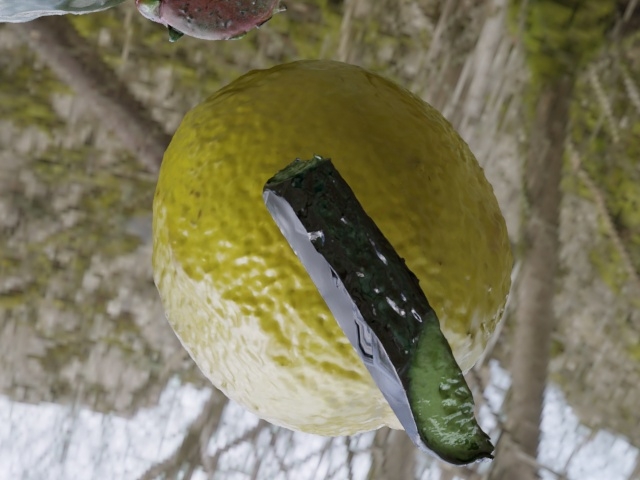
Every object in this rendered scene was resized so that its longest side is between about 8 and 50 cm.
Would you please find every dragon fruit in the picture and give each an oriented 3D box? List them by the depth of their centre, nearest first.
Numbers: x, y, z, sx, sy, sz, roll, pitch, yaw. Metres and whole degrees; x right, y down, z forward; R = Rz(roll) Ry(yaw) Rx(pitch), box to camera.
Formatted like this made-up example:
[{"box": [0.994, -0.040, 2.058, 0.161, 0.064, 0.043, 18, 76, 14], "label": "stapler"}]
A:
[{"box": [-0.111, -0.247, 1.445, 0.142, 0.138, 0.175, -5, -150, -38], "label": "dragon fruit"}]

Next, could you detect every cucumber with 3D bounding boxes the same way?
[{"box": [0.031, 0.031, 0.925, 0.046, 0.070, 0.220, -27, -110, -19], "label": "cucumber"}]

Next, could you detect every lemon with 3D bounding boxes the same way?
[{"box": [0.000, 0.000, 1.242, 0.268, 0.268, 0.322, -18, -120, -36], "label": "lemon"}]

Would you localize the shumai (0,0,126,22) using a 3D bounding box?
[{"box": [-0.231, -0.213, 0.908, 0.261, 0.222, 0.225, 24, -123, -51], "label": "shumai"}]
